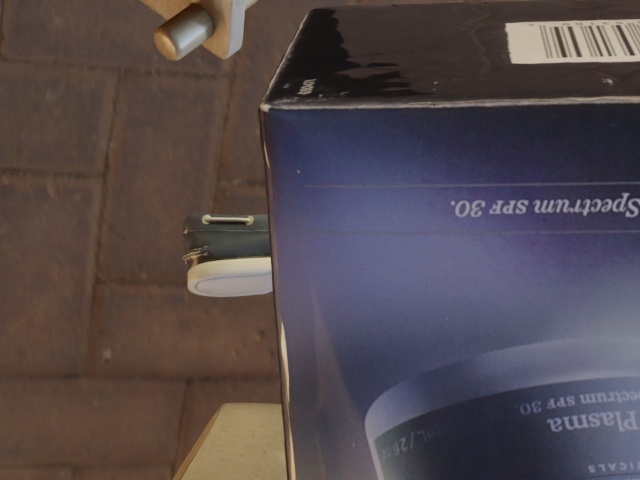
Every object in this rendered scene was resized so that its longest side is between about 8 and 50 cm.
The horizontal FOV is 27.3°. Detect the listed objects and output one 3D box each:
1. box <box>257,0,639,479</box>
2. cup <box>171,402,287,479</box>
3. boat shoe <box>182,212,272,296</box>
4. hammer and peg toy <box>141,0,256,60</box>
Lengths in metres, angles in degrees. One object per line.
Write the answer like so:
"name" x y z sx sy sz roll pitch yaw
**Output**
"box" 0.139 0.057 0.560 0.296 0.182 0.294 -1 112 7
"cup" -0.031 0.279 1.186 0.237 0.331 0.331 32 103 -3
"boat shoe" 0.000 0.000 1.214 0.255 0.095 0.079 -6 73 -4
"hammer and peg toy" -0.158 -0.348 1.189 0.127 0.266 0.361 -42 160 -29
